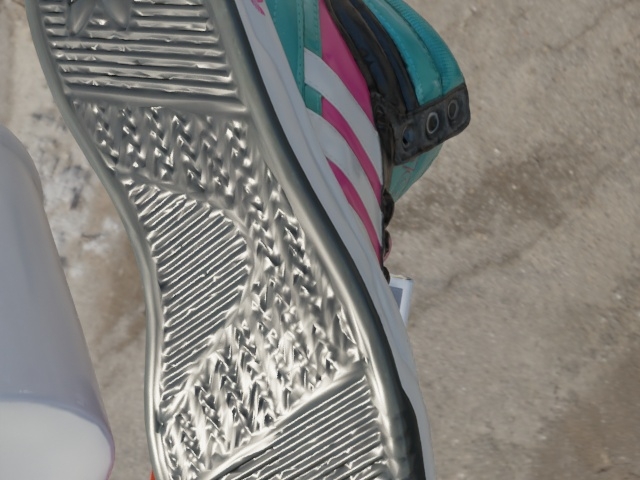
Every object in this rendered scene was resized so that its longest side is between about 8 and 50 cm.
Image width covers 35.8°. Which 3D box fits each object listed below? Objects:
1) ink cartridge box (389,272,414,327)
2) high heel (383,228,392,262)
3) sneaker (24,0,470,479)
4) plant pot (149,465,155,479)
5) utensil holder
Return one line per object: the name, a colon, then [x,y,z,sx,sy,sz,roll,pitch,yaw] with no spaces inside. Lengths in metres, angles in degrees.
ink cartridge box: [0.027,0.139,0.743,0.045,0.206,0.208,8,80,1]
high heel: [0.035,0.012,0.881,0.117,0.244,0.082,11,90,30]
sneaker: [0.000,0.000,0.405,0.123,0.178,0.295,-19,87,31]
plant pot: [-0.044,0.185,1.070,0.267,0.267,0.236,-1,73,-5]
utensil holder: [-0.400,0.096,0.991,0.327,0.327,0.385,-41,53,15]
